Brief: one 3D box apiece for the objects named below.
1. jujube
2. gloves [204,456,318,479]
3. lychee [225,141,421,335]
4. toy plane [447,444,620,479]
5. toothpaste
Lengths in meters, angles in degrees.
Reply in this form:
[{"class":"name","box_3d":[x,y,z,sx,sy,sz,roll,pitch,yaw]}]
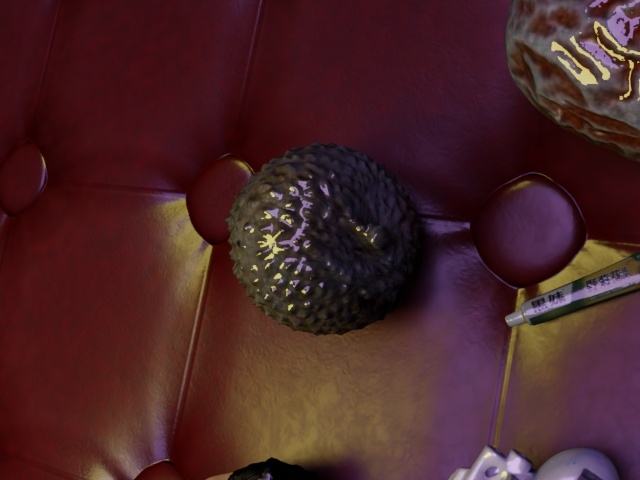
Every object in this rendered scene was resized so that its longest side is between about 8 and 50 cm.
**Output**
[{"class":"jujube","box_3d":[0.364,-0.207,0.869,0.215,0.247,0.308,-33,41,-28]},{"class":"gloves","box_3d":[-0.119,0.415,1.061,0.301,0.152,0.197,-24,61,22]},{"class":"lychee","box_3d":[0.000,0.000,1.043,0.274,0.255,0.255,-16,69,59]},{"class":"toy plane","box_3d":[0.254,0.342,0.892,0.244,0.117,0.245,-1,86,13]},{"class":"toothpaste","box_3d":[0.324,0.064,0.956,0.204,0.031,0.049,-24,69,20]}]
